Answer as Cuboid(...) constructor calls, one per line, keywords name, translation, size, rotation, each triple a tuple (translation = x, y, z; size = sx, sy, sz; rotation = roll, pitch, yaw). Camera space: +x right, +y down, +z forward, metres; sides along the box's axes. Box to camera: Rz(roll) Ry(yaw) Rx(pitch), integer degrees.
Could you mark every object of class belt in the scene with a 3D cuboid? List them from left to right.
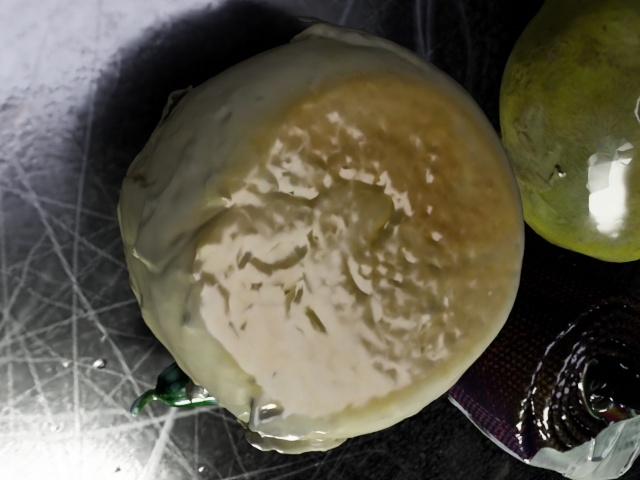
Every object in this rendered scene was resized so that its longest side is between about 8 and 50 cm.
Cuboid(name="belt", translation=(0.247, 0.129, 0.687), size=(0.289, 0.164, 0.184), rotation=(27, 91, -42))

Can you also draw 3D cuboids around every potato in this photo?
Cuboid(name="potato", translation=(0.228, -0.089, 0.550), size=(0.148, 0.197, 0.228), rotation=(-38, 163, -36))

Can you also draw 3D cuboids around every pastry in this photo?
Cuboid(name="pastry", translation=(0.001, -0.002, 0.452), size=(0.265, 0.133, 0.264), rotation=(-3, 97, -26))

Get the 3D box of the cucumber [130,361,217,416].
Cuboid(name="cucumber", translation=(-0.029, 0.070, 0.545), size=(0.250, 0.056, 0.056), rotation=(-29, 126, -20))
